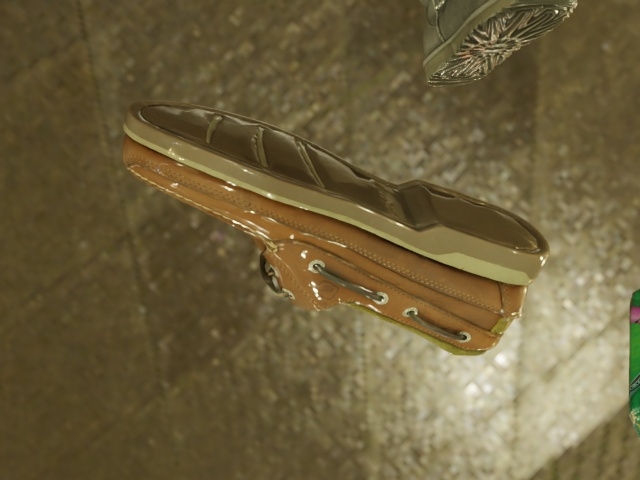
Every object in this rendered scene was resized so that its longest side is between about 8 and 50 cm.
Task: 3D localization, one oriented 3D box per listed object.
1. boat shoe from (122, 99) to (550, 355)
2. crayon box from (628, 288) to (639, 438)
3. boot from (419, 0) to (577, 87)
[{"bbox_3d":[0.000,0.000,1.212,0.307,0.110,0.104,21,112,-9],"label":"boat shoe"},{"bbox_3d":[0.291,0.169,1.155,0.081,0.278,0.165,-23,-161,19],"label":"crayon box"},{"bbox_3d":[0.102,-0.237,1.311,0.076,0.208,0.190,-2,165,-31],"label":"boot"}]
